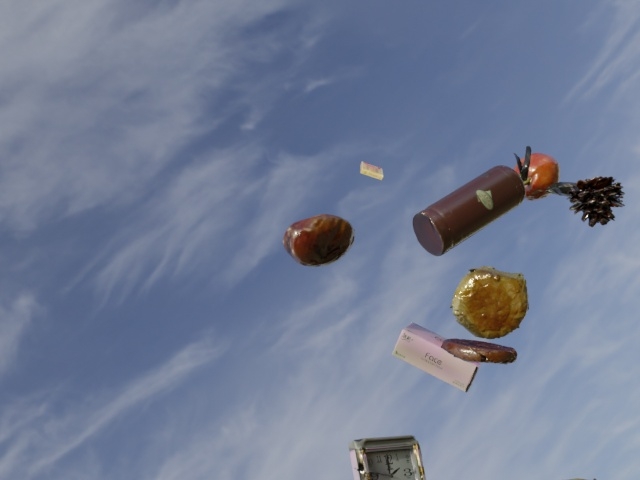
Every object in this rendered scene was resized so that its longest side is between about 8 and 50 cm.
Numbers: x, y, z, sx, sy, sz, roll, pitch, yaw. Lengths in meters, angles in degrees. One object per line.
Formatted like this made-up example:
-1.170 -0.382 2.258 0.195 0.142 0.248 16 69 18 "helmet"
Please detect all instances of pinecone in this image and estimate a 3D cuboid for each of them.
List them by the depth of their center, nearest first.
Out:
0.686 -0.097 1.676 0.140 0.120 0.140 -7 -17 -2 "pinecone"

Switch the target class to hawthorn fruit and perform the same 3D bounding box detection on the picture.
0.661 -0.194 2.141 0.285 0.165 0.165 -18 -50 -51 "hawthorn fruit"

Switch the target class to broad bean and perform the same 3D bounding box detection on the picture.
-0.002 -0.003 1.880 0.229 0.122 0.156 -11 -61 -41 "broad bean"

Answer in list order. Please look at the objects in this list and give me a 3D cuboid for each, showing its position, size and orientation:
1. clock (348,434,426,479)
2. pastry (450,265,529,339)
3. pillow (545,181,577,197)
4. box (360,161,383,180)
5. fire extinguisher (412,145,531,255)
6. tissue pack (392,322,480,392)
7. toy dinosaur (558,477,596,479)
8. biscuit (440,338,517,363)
0.194 0.676 1.975 0.253 0.186 0.083 8 -30 -34 "clock"
0.567 0.208 2.252 0.121 0.257 0.235 -49 -33 -78 "pastry"
0.781 -0.155 2.071 0.150 0.090 0.048 5 -74 -7 "pillow"
0.130 -0.176 1.700 0.058 0.093 0.015 20 -72 -3 "box"
0.379 -0.098 1.592 0.337 0.114 0.135 -30 -53 -20 "fire extinguisher"
0.356 0.347 2.022 0.092 0.246 0.148 -68 -17 10 "tissue pack"
0.912 0.904 2.177 0.206 0.327 0.113 -55 -24 -28 "toy dinosaur"
0.400 0.281 1.699 0.192 0.192 0.049 10 -95 -43 "biscuit"
